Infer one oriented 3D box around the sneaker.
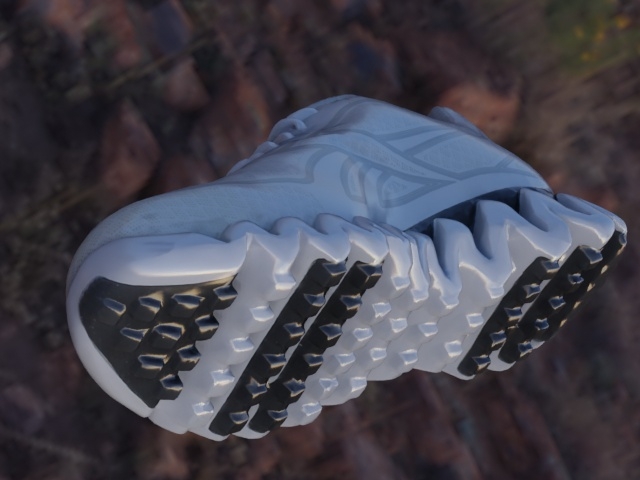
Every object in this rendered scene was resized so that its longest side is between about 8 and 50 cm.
[{"bbox_3d":[0.000,0.000,0.742,0.292,0.110,0.118,-5,49,-52],"label":"sneaker"}]
